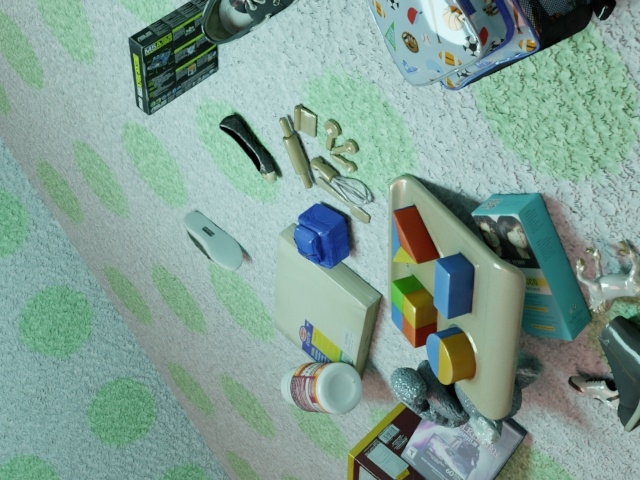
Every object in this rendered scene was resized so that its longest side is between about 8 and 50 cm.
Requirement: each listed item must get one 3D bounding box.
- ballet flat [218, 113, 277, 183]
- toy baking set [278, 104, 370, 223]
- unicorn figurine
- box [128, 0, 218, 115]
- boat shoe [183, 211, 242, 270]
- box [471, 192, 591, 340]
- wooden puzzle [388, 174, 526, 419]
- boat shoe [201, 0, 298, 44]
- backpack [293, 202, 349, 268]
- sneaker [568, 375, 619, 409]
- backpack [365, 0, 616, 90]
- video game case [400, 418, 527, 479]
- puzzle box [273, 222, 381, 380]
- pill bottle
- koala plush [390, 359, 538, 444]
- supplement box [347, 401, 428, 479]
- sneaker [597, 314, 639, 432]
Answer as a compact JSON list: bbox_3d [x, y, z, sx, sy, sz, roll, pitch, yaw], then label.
[{"bbox_3d":[-0.153,-0.189,1.852,0.173,0.049,0.057,53,153,-4],"label":"ballet flat"},{"bbox_3d":[0.009,-0.141,1.690,0.197,0.030,0.256,20,140,44],"label":"toy baking set"},{"bbox_3d":[0.427,0.060,1.281,0.162,0.060,0.111,-3,121,57],"label":"unicorn figurine"},{"bbox_3d":[-0.279,-0.357,1.686,0.045,0.191,0.184,38,150,22],"label":"box"},{"bbox_3d":[-0.274,0.012,2.255,0.219,0.078,0.070,44,152,29],"label":"boat shoe"},{"bbox_3d":[0.338,0.043,1.392,0.100,0.060,0.244,3,126,55],"label":"box"},{"bbox_3d":[0.202,0.099,1.497,0.348,0.080,0.322,46,146,48],"label":"wooden puzzle"},{"bbox_3d":[-0.116,-0.413,1.482,0.114,0.091,0.302,52,153,-3],"label":"boat shoe"},{"bbox_3d":[0.000,0.000,1.803,0.098,0.101,0.120,36,153,39],"label":"backpack"},{"bbox_3d":[0.471,0.247,1.476,0.109,0.040,0.043,18,122,41],"label":"sneaker"},{"bbox_3d":[0.169,-0.328,1.059,0.276,0.213,0.263,-14,101,63],"label":"backpack"},{"bbox_3d":[0.298,0.436,1.859,0.196,0.026,0.274,38,129,22],"label":"video game case"},{"bbox_3d":[0.004,0.168,2.048,0.272,0.052,0.409,39,150,21],"label":"puzzle box"},{"bbox_3d":[-0.004,0.353,2.097,0.121,0.121,0.221,57,152,-11],"label":"pill bottle"},{"bbox_3d":[0.290,0.279,1.634,0.221,0.196,0.203,7,141,53],"label":"koala plush"},{"bbox_3d":[0.197,0.526,2.042,0.194,0.191,0.129,35,147,28],"label":"supplement box"},{"bbox_3d":[0.490,0.207,1.370,0.118,0.083,0.222,51,160,34],"label":"sneaker"}]
